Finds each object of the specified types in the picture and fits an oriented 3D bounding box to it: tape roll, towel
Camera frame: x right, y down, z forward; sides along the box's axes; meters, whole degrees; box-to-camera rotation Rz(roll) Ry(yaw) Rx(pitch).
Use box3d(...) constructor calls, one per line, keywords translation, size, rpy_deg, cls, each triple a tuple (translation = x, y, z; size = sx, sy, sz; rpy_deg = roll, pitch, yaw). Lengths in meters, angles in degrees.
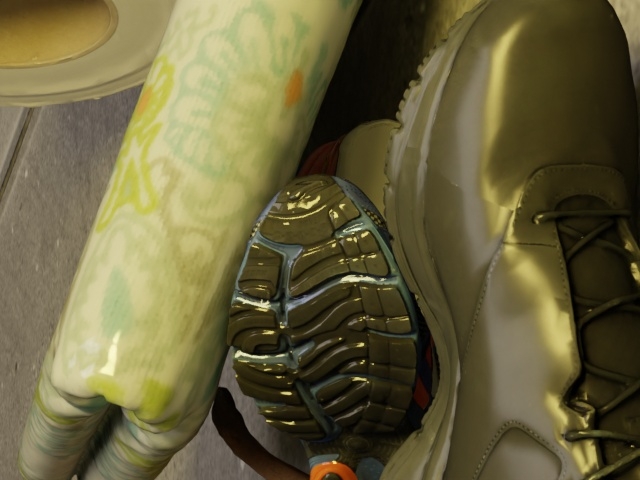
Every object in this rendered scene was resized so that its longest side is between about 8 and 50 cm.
box3d(translation=(-0.220, -0.197, 1.201), size=(0.286, 0.286, 0.100), rpy_deg=(135, 134, -60), cls="tape roll")
box3d(translation=(-0.064, -0.029, 0.886), size=(0.374, 0.090, 0.320), rpy_deg=(128, 160, -70), cls="towel")

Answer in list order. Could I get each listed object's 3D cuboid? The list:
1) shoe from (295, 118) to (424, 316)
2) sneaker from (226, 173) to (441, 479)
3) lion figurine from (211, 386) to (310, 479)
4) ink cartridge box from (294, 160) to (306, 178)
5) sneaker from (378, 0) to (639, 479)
box3d(translation=(0.014, 0.029, 0.871), size=(0.081, 0.063, 0.178), rpy_deg=(167, 110, -69), cls="shoe")
box3d(translation=(0.015, 0.052, 0.748), size=(0.087, 0.083, 0.221), rpy_deg=(-83, -16, -45), cls="sneaker")
box3d(translation=(-0.042, 0.264, 0.845), size=(0.240, 0.142, 0.392), rpy_deg=(-8, 67, 57), cls="lion figurine")
box3d(translation=(0.000, 0.000, 0.950), size=(0.048, 0.028, 0.083), rpy_deg=(144, 126, -64), cls="ink cartridge box")
box3d(translation=(0.093, 0.046, 0.633), size=(0.130, 0.109, 0.286), rpy_deg=(22, 114, 58), cls="sneaker")
